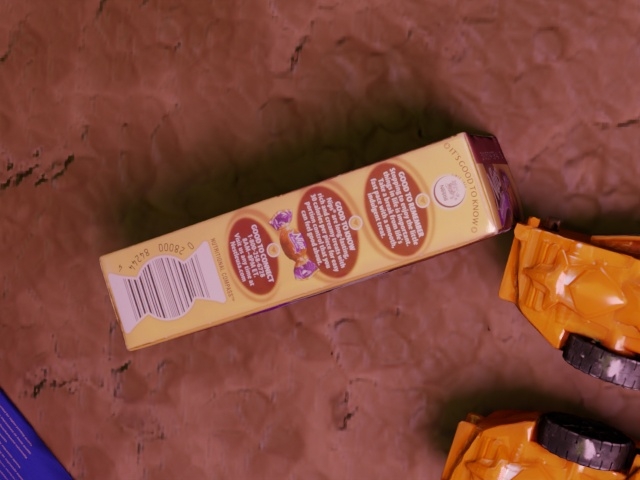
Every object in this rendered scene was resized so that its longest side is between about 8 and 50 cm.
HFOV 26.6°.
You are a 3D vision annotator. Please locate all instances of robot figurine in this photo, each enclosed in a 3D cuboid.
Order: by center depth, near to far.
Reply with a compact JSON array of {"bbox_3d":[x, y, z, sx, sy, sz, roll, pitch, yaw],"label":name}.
[{"bbox_3d":[0.213,0.096,0.624,0.291,0.085,0.211,18,98,14],"label":"robot figurine"}]

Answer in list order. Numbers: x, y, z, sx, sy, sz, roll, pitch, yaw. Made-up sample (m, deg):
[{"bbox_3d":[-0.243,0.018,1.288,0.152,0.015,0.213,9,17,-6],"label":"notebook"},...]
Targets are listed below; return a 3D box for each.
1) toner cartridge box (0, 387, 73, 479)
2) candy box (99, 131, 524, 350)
[{"bbox_3d":[-0.166,0.185,0.689,0.075,0.165,0.348,-43,82,13],"label":"toner cartridge box"},{"bbox_3d":[0.000,0.000,0.663,0.186,0.109,0.053,-20,87,16],"label":"candy box"}]
